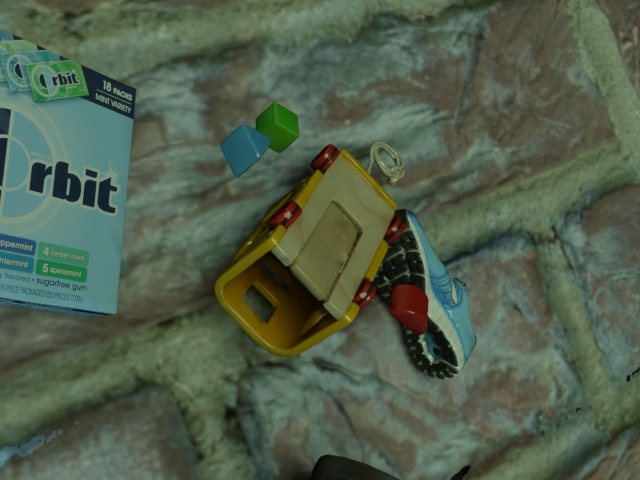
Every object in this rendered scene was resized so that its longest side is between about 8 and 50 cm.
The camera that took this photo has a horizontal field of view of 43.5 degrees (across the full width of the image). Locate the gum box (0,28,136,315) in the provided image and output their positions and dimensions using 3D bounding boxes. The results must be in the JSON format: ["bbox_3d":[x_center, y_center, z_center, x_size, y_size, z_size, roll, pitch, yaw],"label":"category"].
[{"bbox_3d":[-0.211,-0.046,0.578,0.157,0.041,0.185,17,72,-53],"label":"gum box"}]

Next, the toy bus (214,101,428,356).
[{"bbox_3d":[-0.007,0.002,0.675,0.202,0.104,0.191,12,53,-44],"label":"toy bus"}]

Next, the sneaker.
[{"bbox_3d":[0.101,0.046,0.760,0.073,0.063,0.162,-26,97,-47],"label":"sneaker"}]

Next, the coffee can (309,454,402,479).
[{"bbox_3d":[0.015,0.327,0.573,0.201,0.201,0.275,41,66,-15],"label":"coffee can"}]
